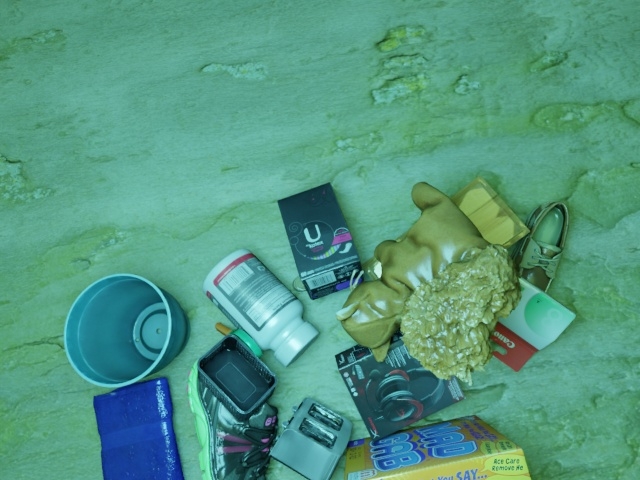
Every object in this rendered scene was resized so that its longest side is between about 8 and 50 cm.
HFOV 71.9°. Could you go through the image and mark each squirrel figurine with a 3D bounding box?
[{"bbox_3d":[0.220,0.123,0.988,0.370,0.397,0.281,-37,120,1],"label":"squirrel figurine"}]

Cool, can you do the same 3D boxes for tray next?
[{"bbox_3d":[0.339,0.027,1.228,0.411,0.076,0.203,-38,76,6],"label":"tray"}]

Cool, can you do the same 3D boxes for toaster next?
[{"bbox_3d":[-0.015,0.512,1.121,0.186,0.168,0.110,27,105,11],"label":"toaster"}]

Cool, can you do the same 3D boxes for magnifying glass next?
[{"bbox_3d":[-0.229,0.264,1.201,0.026,0.231,0.092,-41,118,-28],"label":"magnifying glass"}]

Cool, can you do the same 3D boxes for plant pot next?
[{"bbox_3d":[-0.482,0.244,1.191,0.272,0.255,0.271,-1,76,5],"label":"plant pot"}]

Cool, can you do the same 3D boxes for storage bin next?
[{"bbox_3d":[-0.209,0.342,1.101,0.180,0.084,0.122,41,55,14],"label":"storage bin"}]

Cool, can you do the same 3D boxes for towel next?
[{"bbox_3d":[-0.497,0.552,1.219,0.228,0.076,0.308,-16,76,9],"label":"towel"}]

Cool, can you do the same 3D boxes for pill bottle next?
[{"bbox_3d":[-0.159,0.188,1.214,0.176,0.176,0.318,-45,77,-6],"label":"pill bottle"}]

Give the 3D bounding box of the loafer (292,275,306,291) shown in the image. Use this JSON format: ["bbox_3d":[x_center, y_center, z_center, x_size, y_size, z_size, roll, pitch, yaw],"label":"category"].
[{"bbox_3d":[-0.014,0.105,1.285,0.148,0.050,0.056,-23,76,-1],"label":"loafer"}]

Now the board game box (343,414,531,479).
[{"bbox_3d":[0.264,0.636,0.977,0.357,0.356,0.356,-13,77,2],"label":"board game box"}]

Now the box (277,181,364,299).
[{"bbox_3d":[0.000,0.000,1.226,0.165,0.143,0.270,-20,59,0],"label":"box"}]

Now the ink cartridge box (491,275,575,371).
[{"bbox_3d":[0.516,0.221,1.165,0.181,0.056,0.224,36,105,13],"label":"ink cartridge box"}]

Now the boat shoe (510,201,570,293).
[{"bbox_3d":[0.597,0.036,1.209,0.123,0.120,0.324,17,79,9],"label":"boat shoe"}]

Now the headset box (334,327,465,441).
[{"bbox_3d":[0.215,0.346,1.147,0.293,0.110,0.218,-25,96,-1],"label":"headset box"}]

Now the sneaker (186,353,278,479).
[{"bbox_3d":[-0.197,0.516,1.139,0.202,0.185,0.482,-22,77,4],"label":"sneaker"}]
